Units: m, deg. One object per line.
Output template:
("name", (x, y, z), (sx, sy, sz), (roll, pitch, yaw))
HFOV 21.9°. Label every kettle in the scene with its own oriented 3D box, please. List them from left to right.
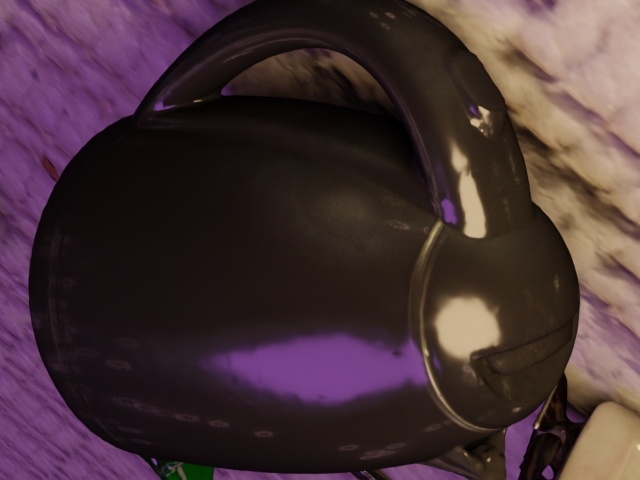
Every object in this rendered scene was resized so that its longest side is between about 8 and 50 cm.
("kettle", (0.000, 0.000, 0.885), (0.290, 0.207, 0.268), (2, 109, 46))

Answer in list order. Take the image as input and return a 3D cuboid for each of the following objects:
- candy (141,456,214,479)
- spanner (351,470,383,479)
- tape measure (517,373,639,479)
("candy", (-0.134, 0.153, 1.461), (0.141, 0.078, 0.203), (50, 149, 20))
("spanner", (0.060, 0.213, 1.358), (0.254, 0.015, 0.054), (41, 156, -4))
("tape measure", (0.184, 0.243, 0.962), (0.271, 0.231, 0.133), (34, 158, 12))
